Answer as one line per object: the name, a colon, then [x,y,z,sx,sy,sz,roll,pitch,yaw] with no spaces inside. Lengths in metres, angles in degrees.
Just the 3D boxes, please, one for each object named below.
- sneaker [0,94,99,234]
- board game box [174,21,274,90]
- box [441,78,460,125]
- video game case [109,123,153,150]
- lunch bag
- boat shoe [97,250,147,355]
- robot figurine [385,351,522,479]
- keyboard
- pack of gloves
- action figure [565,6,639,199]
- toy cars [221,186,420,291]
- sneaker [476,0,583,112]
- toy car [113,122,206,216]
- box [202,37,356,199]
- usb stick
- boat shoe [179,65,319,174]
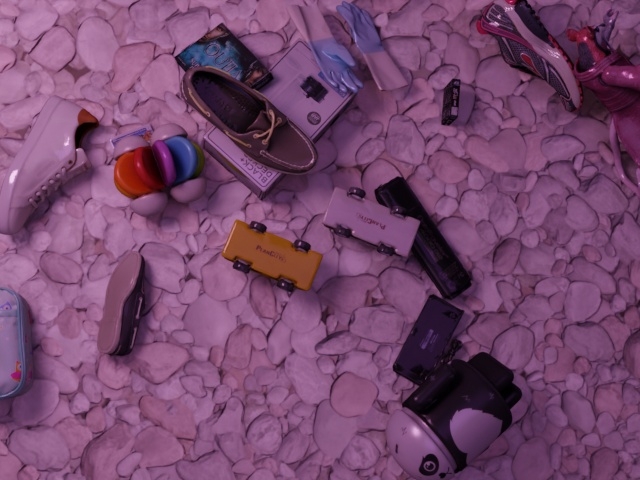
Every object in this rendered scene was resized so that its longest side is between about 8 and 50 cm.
sneaker: [-0.516,-0.132,1.603,0.123,0.106,0.290,23,78,-3]
board game box: [-0.194,-0.345,1.674,0.126,0.026,0.186,-38,60,-6]
box: [0.274,-0.291,1.767,0.018,0.067,0.083,7,81,-7]
video game case: [-0.360,-0.164,1.680,0.087,0.011,0.122,-23,87,-10]
lunch bag: [-0.677,0.192,1.534,0.279,0.108,0.224,-4,83,-9]
boat shoe: [-0.374,0.124,1.627,0.065,0.075,0.206,29,68,-48]
robot figurine: [0.258,0.345,1.625,0.278,0.173,0.209,-38,87,-12]
keyboard: [0.232,0.211,1.717,0.108,0.023,0.180,29,80,2]
pack of gloves: [0.065,-0.405,1.708,0.195,0.046,0.232,-18,72,-34]
action figure: [0.618,-0.312,1.748,0.370,0.248,0.275,35,105,-22]
toy cars: [0.000,0.000,1.672,0.394,0.087,0.176,-18,86,-9]
sneaker: [0.459,-0.395,1.797,0.112,0.121,0.299,-37,101,24]
toy car: [-0.310,-0.142,1.609,0.182,0.136,0.159,-20,86,-10]
box: [-0.081,-0.244,1.695,0.169,0.087,0.290,43,79,-1]
usb stick: [0.212,-0.007,1.731,0.077,0.045,0.278,-34,88,-18]
boat shoe: [-0.130,-0.223,1.578,0.305,0.091,0.109,34,86,-11]
